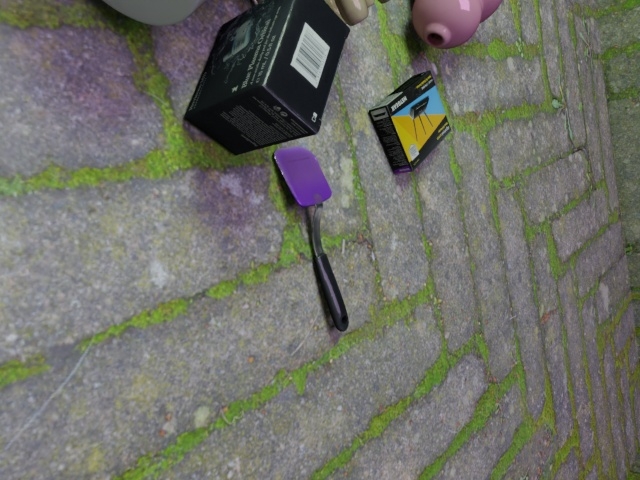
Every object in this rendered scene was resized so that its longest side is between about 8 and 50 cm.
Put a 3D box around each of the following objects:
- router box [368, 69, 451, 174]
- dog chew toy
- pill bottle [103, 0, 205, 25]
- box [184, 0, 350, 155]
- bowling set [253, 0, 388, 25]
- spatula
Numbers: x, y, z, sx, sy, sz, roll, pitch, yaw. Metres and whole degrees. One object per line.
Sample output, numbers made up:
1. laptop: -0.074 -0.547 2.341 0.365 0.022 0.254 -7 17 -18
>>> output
1. router box: 0.176 -0.227 0.916 0.179 0.046 0.133 -45 118 -37
2. dog chew toy: 0.281 -0.519 0.941 0.207 0.207 0.331 37 70 -38
3. pill bottle: -0.104 -0.425 0.523 0.224 0.224 0.392 49 56 -31
4. box: -0.066 -0.204 0.591 0.093 0.158 0.155 32 65 -40
5. bowling set: 0.041 -0.405 0.694 0.154 0.200 0.287 58 47 -24
6. spatula: 0.000 0.000 0.735 0.084 0.030 0.296 -24 104 -46
